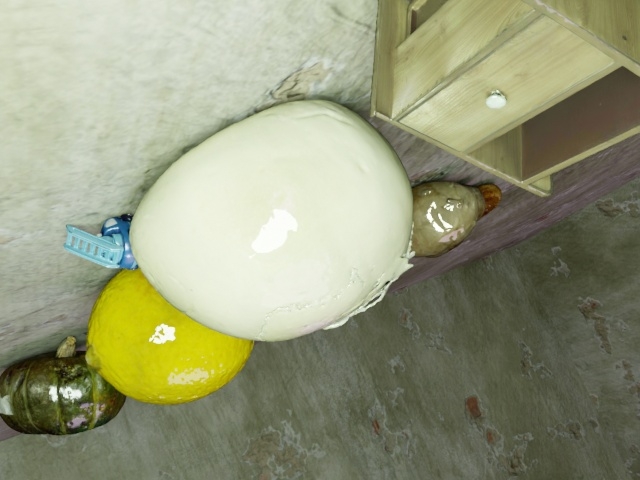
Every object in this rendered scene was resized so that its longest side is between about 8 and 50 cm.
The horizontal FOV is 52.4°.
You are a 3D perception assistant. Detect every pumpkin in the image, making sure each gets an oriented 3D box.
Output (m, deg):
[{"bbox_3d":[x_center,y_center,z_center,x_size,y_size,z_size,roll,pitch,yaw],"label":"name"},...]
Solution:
[{"bbox_3d":[-0.522,0.291,1.340,0.261,0.189,0.260,-5,-178,0],"label":"pumpkin"}]

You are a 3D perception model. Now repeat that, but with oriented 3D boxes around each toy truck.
[{"bbox_3d":[-0.269,0.003,0.810,0.090,0.073,0.056,0,122,-39],"label":"toy truck"}]

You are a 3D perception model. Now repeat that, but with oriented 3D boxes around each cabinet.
[{"bbox_3d":[0.177,-0.154,0.537,0.215,0.148,0.175,20,153,-25],"label":"cabinet"}]

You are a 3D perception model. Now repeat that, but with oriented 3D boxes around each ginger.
[{"bbox_3d":[0.253,-0.047,1.442,0.245,0.155,0.304,-36,172,23],"label":"ginger"}]

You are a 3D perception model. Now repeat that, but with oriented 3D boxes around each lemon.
[{"bbox_3d":[-0.234,0.140,1.048,0.267,0.267,0.267,-23,168,-5],"label":"lemon"}]

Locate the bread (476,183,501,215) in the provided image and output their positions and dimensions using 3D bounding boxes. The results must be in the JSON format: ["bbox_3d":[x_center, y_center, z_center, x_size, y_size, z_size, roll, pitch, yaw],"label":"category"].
[{"bbox_3d":[0.375,-0.089,1.667,0.193,0.063,0.193,-22,162,-8],"label":"bread"}]

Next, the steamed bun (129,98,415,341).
[{"bbox_3d":[-0.044,0.001,0.776,0.334,0.233,0.312,-36,167,15],"label":"steamed bun"}]
